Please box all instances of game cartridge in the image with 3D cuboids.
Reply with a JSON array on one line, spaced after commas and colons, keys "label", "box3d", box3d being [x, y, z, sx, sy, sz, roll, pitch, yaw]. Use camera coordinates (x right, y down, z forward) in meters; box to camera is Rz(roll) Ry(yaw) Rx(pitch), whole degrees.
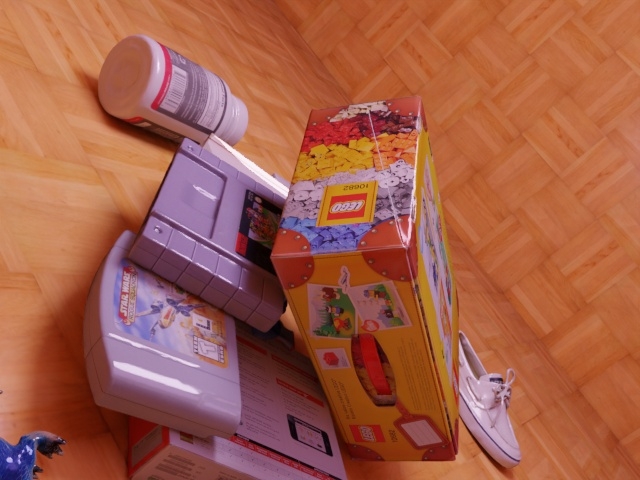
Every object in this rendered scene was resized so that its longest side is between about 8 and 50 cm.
[{"label": "game cartridge", "box3d": [-0.148, -0.024, 1.111, 0.230, 0.068, 0.355, 27, 25, -15]}, {"label": "game cartridge", "box3d": [-0.203, 0.108, 0.930, 0.198, 0.062, 0.297, 30, 25, -29]}]

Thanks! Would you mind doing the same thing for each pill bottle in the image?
[{"label": "pill bottle", "box3d": [-0.304, -0.303, 1.559, 0.318, 0.176, 0.176, 19, 34, -55]}]

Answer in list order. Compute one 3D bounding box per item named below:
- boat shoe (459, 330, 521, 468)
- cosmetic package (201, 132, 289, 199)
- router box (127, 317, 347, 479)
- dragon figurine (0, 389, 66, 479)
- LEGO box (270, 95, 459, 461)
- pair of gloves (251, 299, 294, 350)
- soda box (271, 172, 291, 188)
[{"label": "boat shoe", "box3d": [0.425, 0.381, 1.818, 0.135, 0.156, 0.367, 25, 29, -48]}, {"label": "cosmetic package", "box3d": [-0.130, -0.047, 1.370, 0.309, 0.160, 0.113, 35, 61, -14]}, {"label": "router box", "box3d": [-0.115, 0.246, 1.039, 0.335, 0.082, 0.301, 35, 23, -33]}, {"label": "dragon figurine", "box3d": [-0.332, 0.205, 0.650, 0.289, 0.085, 0.144, 46, 19, -9]}, {"label": "LEGO box", "box3d": [0.108, 0.075, 1.206, 0.373, 0.193, 0.500, -78, 157, -47]}, {"label": "pair of gloves", "box3d": [-0.097, 0.096, 1.185, 0.159, 0.023, 0.198, 48, 20, -34]}, {"label": "soda box", "box3d": [-0.074, -0.022, 1.628, 0.091, 0.098, 0.286, 32, 25, -38]}]
